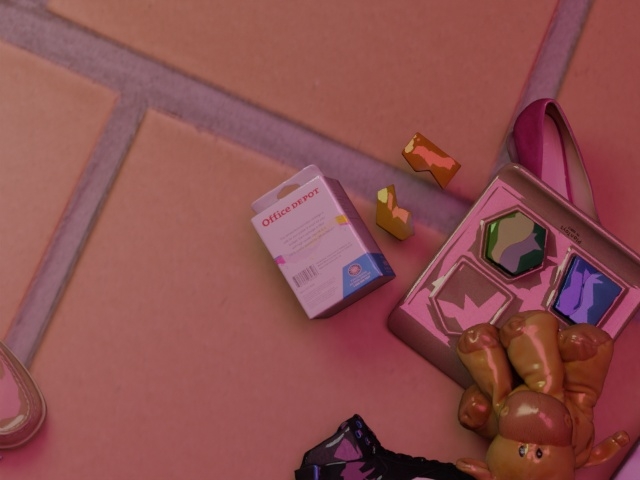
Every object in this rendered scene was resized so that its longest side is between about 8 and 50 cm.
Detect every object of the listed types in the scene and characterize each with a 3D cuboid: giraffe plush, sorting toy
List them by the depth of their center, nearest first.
[{"bbox_3d":[0.214,0.193,1.791,0.181,0.170,0.210,-15,104,21],"label":"giraffe plush"},{"bbox_3d":[0.181,0.035,1.893,0.307,0.041,0.229,37,89,1],"label":"sorting toy"}]

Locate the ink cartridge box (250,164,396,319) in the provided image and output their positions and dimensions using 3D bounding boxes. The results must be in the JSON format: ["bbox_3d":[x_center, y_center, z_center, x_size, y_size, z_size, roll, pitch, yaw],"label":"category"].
[{"bbox_3d":[0.000,0.000,1.864,0.092,0.090,0.143,-32,81,10],"label":"ink cartridge box"}]

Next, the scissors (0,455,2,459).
[{"bbox_3d":[-0.476,0.197,1.771,0.297,0.021,0.109,-9,74,-11],"label":"scissors"}]

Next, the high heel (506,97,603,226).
[{"bbox_3d":[0.278,-0.036,1.926,0.082,0.117,0.244,-15,78,-14],"label":"high heel"}]

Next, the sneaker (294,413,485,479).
[{"bbox_3d":[0.080,0.231,1.834,0.217,0.079,0.121,-14,79,-13],"label":"sneaker"}]

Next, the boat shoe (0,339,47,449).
[{"bbox_3d":[-0.400,0.093,1.774,0.302,0.098,0.109,44,72,4],"label":"boat shoe"}]

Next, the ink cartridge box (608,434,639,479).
[{"bbox_3d":[0.419,0.373,1.846,0.324,0.071,0.330,36,70,8],"label":"ink cartridge box"}]
